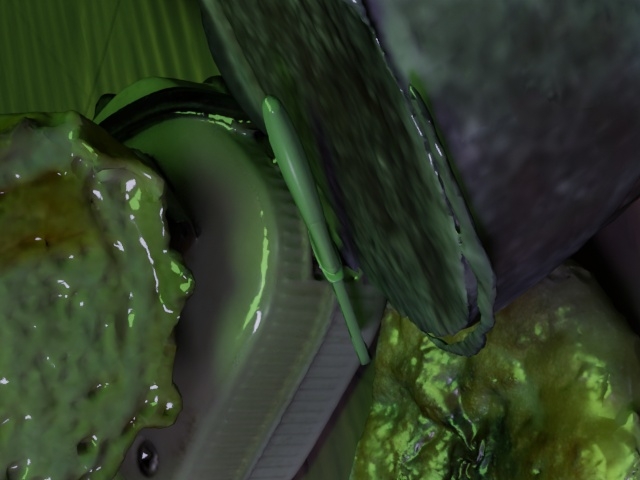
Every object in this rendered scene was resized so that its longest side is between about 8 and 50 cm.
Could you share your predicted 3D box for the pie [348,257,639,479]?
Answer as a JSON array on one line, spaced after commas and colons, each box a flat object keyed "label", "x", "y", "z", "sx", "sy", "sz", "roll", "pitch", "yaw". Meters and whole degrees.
[{"label": "pie", "x": 0.092, "y": 0.107, "z": 0.718, "sx": 0.185, "sy": 0.052, "sz": 0.218, "roll": 16, "pitch": 98, "yaw": 46}]

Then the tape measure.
[{"label": "tape measure", "x": -0.091, "y": -0.002, "z": 0.869, "sx": 0.271, "sy": 0.133, "sz": 0.231, "roll": 46, "pitch": 118, "yaw": 42}]

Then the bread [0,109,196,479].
[{"label": "bread", "x": -0.211, "y": 0.047, "z": 0.779, "sx": 0.238, "sy": 0.196, "sz": 0.252, "roll": -43, "pitch": 28, "yaw": -19}]

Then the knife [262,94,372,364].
[{"label": "knife", "x": 0.000, "y": 0.000, "z": 0.704, "sx": 0.014, "sy": 0.207, "sz": 0.030, "roll": -23, "pitch": 48, "yaw": -3}]

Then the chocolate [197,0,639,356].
[{"label": "chocolate", "x": 0.069, "y": -0.126, "z": 0.636, "sx": 0.303, "sy": 0.213, "sz": 0.303, "roll": 56, "pitch": 169, "yaw": 17}]
